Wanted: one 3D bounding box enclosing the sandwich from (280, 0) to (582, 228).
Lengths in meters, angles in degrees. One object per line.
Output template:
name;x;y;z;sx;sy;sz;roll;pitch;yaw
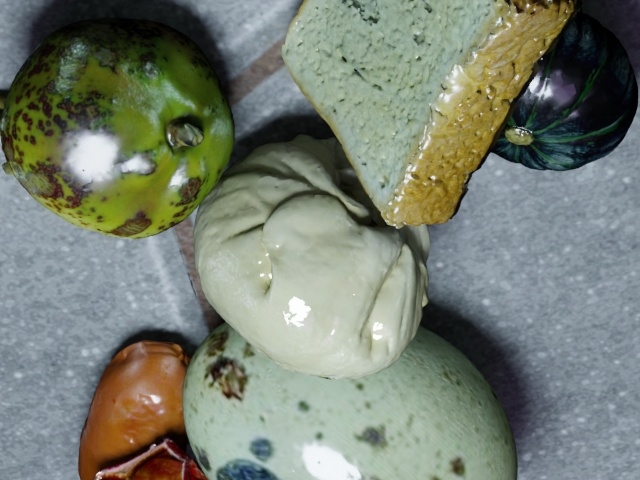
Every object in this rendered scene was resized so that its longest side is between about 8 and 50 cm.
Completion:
sandwich;0.089;-0.192;1.563;0.095;0.249;0.273;-5;139;-37

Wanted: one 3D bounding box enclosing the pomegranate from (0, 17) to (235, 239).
pomegranate;-0.221;-0.092;1.680;0.276;0.204;0.222;-27;135;26

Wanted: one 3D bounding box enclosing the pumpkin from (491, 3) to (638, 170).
pumpkin;0.204;-0.145;1.645;0.194;0.150;0.194;8;128;11

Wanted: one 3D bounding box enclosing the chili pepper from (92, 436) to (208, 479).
chili pepper;-0.151;0.320;1.944;0.144;0.136;0.252;-52;142;-6

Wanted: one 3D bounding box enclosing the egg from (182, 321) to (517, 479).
egg;0.031;0.213;1.859;0.379;0.287;0.287;21;128;-16

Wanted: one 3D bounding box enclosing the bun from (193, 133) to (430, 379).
bun;0.000;0.000;1.707;0.259;0.259;0.160;16;133;-10

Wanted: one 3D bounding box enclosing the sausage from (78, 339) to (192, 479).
sausage;-0.208;0.221;1.987;0.133;0.133;0.258;13;130;-8
